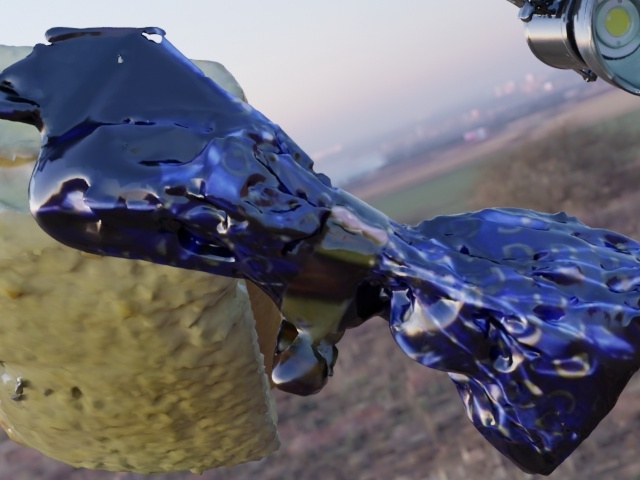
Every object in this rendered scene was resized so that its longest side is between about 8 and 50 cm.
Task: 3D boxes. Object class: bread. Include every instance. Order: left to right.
[{"bbox_3d":[-0.150,0.028,1.064,0.236,0.165,0.375,1,-30,3],"label":"bread"}]

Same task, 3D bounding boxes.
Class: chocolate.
[{"bbox_3d":[-0.004,-0.001,0.742,0.126,0.343,0.148,132,161,-69],"label":"chocolate"}]

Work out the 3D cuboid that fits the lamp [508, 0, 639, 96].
[{"bbox_3d":[0.276,-0.224,1.582,0.172,0.147,0.227,21,-1,-21],"label":"lamp"}]
